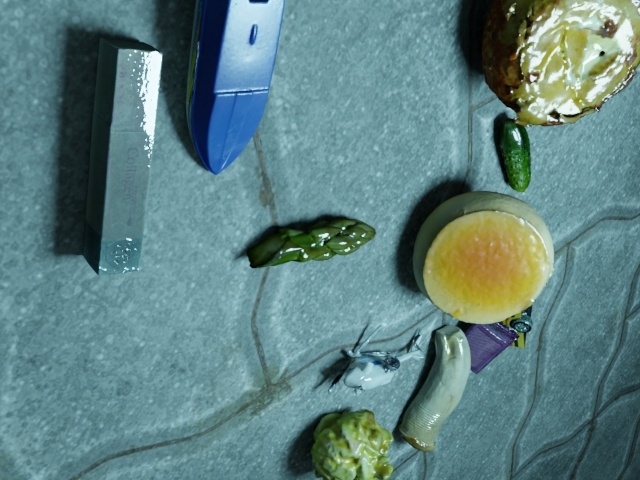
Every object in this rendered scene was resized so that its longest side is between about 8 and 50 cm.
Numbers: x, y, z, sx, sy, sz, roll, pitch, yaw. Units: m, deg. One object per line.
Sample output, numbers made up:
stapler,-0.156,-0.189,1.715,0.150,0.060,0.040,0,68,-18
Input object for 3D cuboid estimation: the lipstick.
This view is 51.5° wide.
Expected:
lipstick,-0.274,-0.108,0.910,0.066,0.068,0.318,-6,119,-37

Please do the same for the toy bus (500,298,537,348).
toy bus,0.467,0.123,1.647,0.336,0.123,0.121,69,35,-41

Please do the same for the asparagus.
asparagus,0.000,0.000,1.212,0.287,0.080,0.080,-8,120,-38

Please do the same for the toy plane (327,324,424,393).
toy plane,0.145,0.287,1.497,0.273,0.107,0.182,17,109,-50

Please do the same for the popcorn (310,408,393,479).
popcorn,0.074,0.475,1.495,0.187,0.185,0.167,1,95,-10

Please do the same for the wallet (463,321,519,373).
wallet,0.407,0.262,1.680,0.111,0.030,0.166,32,122,-11

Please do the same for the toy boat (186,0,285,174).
toy boat,-0.134,-0.222,0.958,0.129,0.088,0.295,-14,135,-35

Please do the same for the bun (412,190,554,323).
bun,0.347,0.026,1.435,0.298,0.165,0.299,2,117,3

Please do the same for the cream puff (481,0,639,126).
cream puff,0.450,-0.392,1.244,0.350,0.229,0.351,-7,124,-10

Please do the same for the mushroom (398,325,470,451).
mushroom,0.299,0.380,1.686,0.122,0.095,0.351,16,107,-1

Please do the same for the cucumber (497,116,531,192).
cucumber,0.438,-0.183,1.484,0.069,0.069,0.227,-41,137,-14
